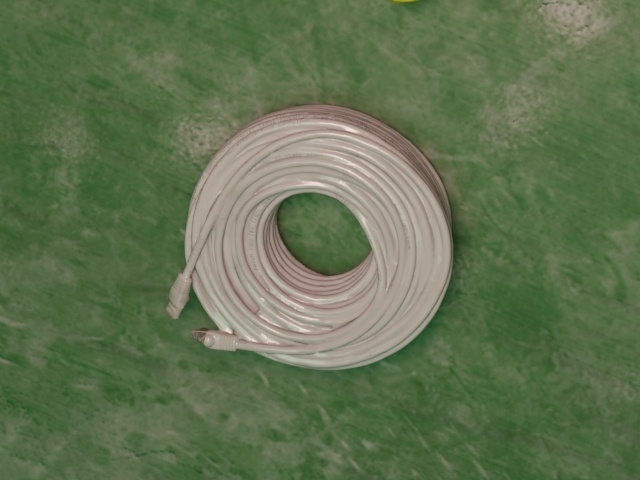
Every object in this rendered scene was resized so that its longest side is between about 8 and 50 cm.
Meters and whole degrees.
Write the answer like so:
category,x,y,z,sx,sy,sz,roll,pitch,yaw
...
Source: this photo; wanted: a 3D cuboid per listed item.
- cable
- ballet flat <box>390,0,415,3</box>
category,x,y,z,sx,sy,sz,roll,pitch,yaw
cable,0.000,0.000,1.734,0.257,0.089,0.257,17,113,6
ballet flat,0.148,-0.268,1.601,0.231,0.077,0.077,-25,102,21
